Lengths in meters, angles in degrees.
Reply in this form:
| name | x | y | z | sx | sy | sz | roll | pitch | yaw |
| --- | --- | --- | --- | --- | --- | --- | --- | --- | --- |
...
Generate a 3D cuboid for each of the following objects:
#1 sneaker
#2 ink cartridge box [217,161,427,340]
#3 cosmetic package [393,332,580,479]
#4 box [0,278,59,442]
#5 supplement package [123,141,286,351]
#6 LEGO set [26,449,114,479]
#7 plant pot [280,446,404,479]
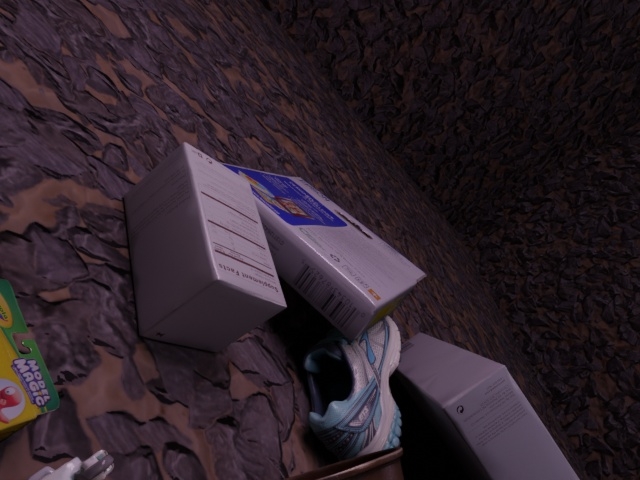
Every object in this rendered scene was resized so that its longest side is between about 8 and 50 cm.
| name | x | y | z | sx | sy | sz | roll | pitch | yaw |
| --- | --- | --- | --- | --- | --- | --- | --- | --- | --- |
| sneaker | 0.039 | 0.160 | 0.674 | 0.122 | 0.110 | 0.283 | 43 | 23 | -23 |
| ink cartridge box | 0.000 | 0.000 | 0.766 | 0.303 | 0.072 | 0.307 | 39 | 14 | 17 |
| cosmetic package | 0.236 | 0.294 | 0.731 | 0.285 | 0.097 | 0.377 | 59 | -5 | 2 |
| box | -0.235 | 0.074 | 0.259 | 0.105 | 0.043 | 0.179 | 60 | 22 | 12 |
| supplement package | -0.126 | 0.009 | 0.525 | 0.105 | 0.105 | 0.180 | 31 | 32 | -50 |
| LEGO set | -0.088 | 0.257 | 0.286 | 0.132 | 0.107 | 0.287 | -20 | 80 | -34 |
| plant pot | 0.008 | 0.265 | 0.375 | 0.167 | 0.166 | 0.165 | 22 | 47 | -58 |
